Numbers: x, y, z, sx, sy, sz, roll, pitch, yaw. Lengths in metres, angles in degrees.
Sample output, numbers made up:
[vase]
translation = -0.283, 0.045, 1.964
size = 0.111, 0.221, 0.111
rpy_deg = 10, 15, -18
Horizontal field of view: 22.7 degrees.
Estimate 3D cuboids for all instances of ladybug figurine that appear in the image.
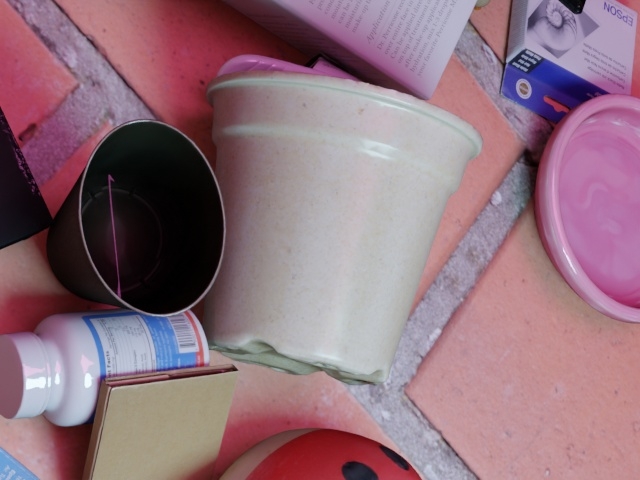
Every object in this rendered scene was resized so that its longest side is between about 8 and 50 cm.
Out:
[ladybug figurine]
translation = 0.008, 0.366, 1.771
size = 0.305, 0.162, 0.449
rpy_deg = 60, 33, -14

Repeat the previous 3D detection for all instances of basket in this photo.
[basket]
translation = -0.210, -0.006, 1.720
size = 0.154, 0.227, 0.204
rpy_deg = -6, 83, -22

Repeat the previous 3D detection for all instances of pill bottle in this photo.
[pill bottle]
translation = -0.243, 0.137, 1.737
size = 0.221, 0.124, 0.124
rpy_deg = -4, 80, -36

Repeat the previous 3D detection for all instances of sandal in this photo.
[sandal]
translation = -0.022, -0.197, 2.001
size = 0.265, 0.102, 0.076
rpy_deg = 19, 37, -40

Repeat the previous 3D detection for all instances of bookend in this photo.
[bookend]
translation = -0.394, -0.053, 1.710
size = 0.157, 0.072, 0.156
rpy_deg = -27, 93, -37

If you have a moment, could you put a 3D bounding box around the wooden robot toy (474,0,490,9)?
[wooden robot toy]
translation = 0.227, -0.371, 2.270
size = 0.173, 0.076, 0.079
rpy_deg = -18, 124, -38

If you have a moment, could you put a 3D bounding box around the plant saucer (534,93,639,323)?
[plant saucer]
translation = 0.427, -0.042, 2.293
size = 0.332, 0.084, 0.332
rpy_deg = 8, 76, -33

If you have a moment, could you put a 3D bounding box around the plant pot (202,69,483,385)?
[plant pot]
translation = 0.000, 0.000, 1.855
size = 0.334, 0.334, 0.305
rpy_deg = 17, 78, -32

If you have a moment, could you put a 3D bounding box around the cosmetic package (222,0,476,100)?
[cosmetic package]
translation = -0.020, -0.377, 1.957
size = 0.453, 0.161, 0.230
rpy_deg = 30, 82, -32

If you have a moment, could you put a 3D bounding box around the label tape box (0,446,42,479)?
[label tape box]
translation = -0.300, 0.409, 1.631
size = 0.347, 0.115, 0.249
rpy_deg = 45, 56, -22

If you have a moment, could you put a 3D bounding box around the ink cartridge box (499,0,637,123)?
[ink cartridge box]
translation = 0.370, -0.278, 2.345
size = 0.223, 0.045, 0.224
rpy_deg = 22, 66, -30

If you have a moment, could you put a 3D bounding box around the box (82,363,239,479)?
[box]
translation = -0.180, 0.232, 1.744
size = 0.164, 0.021, 0.201
rpy_deg = -4, 120, -37

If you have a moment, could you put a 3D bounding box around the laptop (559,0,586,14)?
[laptop]
translation = 0.194, -0.527, 2.157
size = 0.382, 0.236, 0.408
rpy_deg = 35, 57, -23
